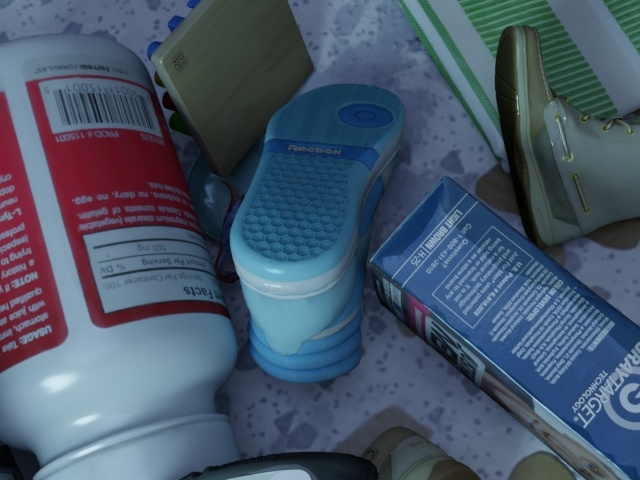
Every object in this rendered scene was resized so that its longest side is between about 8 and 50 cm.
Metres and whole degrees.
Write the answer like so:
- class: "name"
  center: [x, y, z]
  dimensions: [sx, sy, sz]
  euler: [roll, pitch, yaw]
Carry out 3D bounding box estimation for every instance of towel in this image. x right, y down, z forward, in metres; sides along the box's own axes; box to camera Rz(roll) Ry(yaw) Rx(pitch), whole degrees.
- class: "towel"
  center: [0.270, -0.237, 1.059]
  dimensions: [0.325, 0.038, 0.247]
  euler: [-28, 74, -4]

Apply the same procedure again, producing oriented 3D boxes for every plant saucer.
- class: "plant saucer"
  center: [-0.076, -0.050, 1.052]
  dimensions: [0.119, 0.021, 0.119]
  euler: [-2, 74, 7]

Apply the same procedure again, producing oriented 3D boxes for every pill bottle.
- class: "pill bottle"
  center: [-0.209, 0.041, 0.934]
  dimensions: [0.229, 0.229, 0.407]
  euler: [-20, 73, 1]

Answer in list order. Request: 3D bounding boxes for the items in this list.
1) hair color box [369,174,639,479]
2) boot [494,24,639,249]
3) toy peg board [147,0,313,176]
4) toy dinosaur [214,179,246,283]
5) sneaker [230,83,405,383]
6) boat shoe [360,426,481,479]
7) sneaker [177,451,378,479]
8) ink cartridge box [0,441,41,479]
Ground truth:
- class: "hair color box"
  center: [0.207, 0.110, 0.894]
  dimensions: [0.347, 0.174, 0.105]
  euler: [40, 83, 16]
- class: "boot"
  center: [0.256, -0.108, 0.971]
  dimensions: [0.165, 0.077, 0.213]
  euler: [-13, 105, 1]
- class: "toy peg board"
  center: [-0.103, -0.178, 1.016]
  dimensions: [0.079, 0.160, 0.161]
  euler: [21, 63, 33]
- class: "toy dinosaur"
  center: [-0.083, -0.002, 1.018]
  dimensions: [0.082, 0.047, 0.090]
  euler: [-54, 42, 0]
- class: "sneaker"
  center: [0.000, 0.000, 0.985]
  dimensions: [0.127, 0.208, 0.319]
  euler: [11, 39, 15]
- class: "boat shoe"
  center: [0.006, 0.319, 0.902]
  dimensions: [0.341, 0.121, 0.110]
  euler: [-51, 40, -8]
- class: "sneaker"
  center: [-0.113, 0.351, 0.813]
  dimensions: [0.448, 0.169, 0.257]
  euler: [-32, 60, 20]
- class: "ink cartridge box"
  center: [-0.368, 0.244, 0.854]
  dimensions: [0.226, 0.306, 0.131]
  euler: [-27, 72, -1]
